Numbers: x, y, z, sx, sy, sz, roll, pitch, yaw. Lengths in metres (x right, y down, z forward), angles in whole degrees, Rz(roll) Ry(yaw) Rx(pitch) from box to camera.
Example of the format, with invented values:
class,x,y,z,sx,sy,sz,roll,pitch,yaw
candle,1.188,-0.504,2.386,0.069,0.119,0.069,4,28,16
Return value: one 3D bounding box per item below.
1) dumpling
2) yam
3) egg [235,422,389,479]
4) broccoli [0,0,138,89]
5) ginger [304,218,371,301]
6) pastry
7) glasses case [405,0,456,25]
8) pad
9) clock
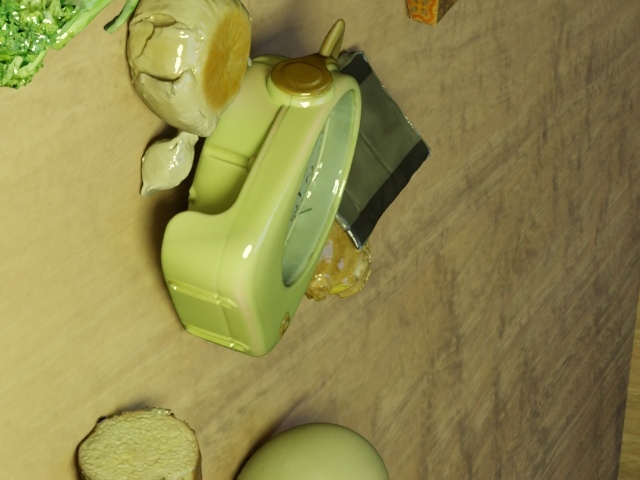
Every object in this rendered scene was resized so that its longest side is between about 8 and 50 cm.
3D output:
class,x,y,z,sx,sy,sz,roll,pitch,yaw
dumpling,-0.150,-0.078,1.842,0.057,0.052,0.076,-3,104,-52
yam,-0.181,0.304,1.892,0.128,0.129,0.238,-107,-167,-57
egg,-0.020,0.333,2.190,0.253,0.188,0.188,-47,143,-41
broccoli,-0.211,-0.247,1.408,0.269,0.241,0.261,159,-63,-72
ginger,0.000,0.000,2.174,0.216,0.102,0.157,6,66,-61
pastry,-0.129,-0.186,1.792,0.166,0.088,0.166,-41,137,-53
glasses case,0.179,-0.377,2.456,0.218,0.049,0.075,-51,152,-46
pad,0.042,-0.113,2.184,0.174,0.022,0.233,52,41,-15
clock,-0.052,-0.067,1.945,0.286,0.117,0.348,82,28,-66
